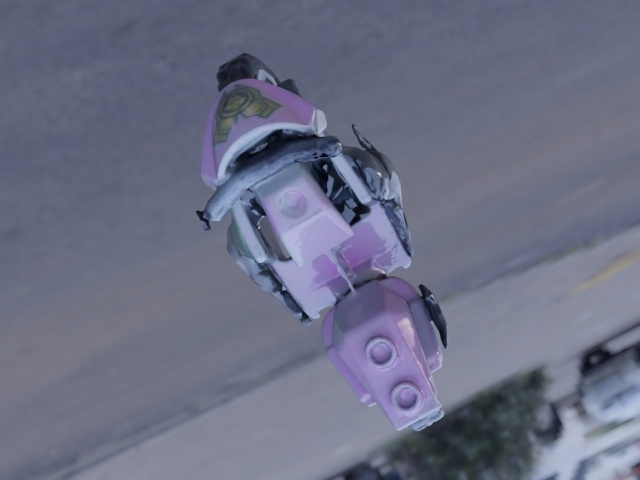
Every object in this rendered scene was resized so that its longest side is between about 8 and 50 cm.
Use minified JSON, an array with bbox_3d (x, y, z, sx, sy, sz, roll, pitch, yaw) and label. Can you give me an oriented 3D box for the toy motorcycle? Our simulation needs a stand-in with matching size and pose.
[{"bbox_3d":[0.000,0.000,1.295,0.143,0.327,0.188,-28,175,8],"label":"toy motorcycle"}]
